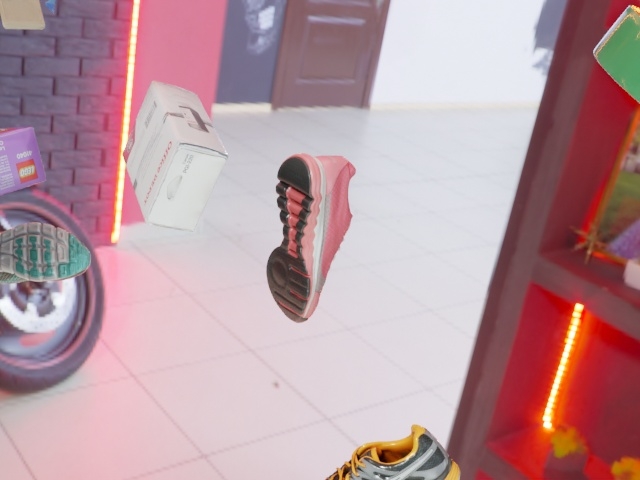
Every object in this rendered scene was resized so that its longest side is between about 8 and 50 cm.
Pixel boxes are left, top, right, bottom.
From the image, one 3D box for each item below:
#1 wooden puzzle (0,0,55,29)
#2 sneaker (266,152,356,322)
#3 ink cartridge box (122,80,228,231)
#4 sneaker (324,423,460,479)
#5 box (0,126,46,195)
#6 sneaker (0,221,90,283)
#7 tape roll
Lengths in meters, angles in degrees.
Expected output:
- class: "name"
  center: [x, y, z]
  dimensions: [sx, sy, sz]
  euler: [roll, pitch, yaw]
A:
- class: "wooden puzzle"
  center: [-0.496, -0.379, 1.419]
  dimensions: [0.116, 0.014, 0.078]
  euler: [0, 65, -25]
- class: "sneaker"
  center: [0.000, 0.000, 1.451]
  dimensions: [0.136, 0.313, 0.116]
  euler: [-14, 34, -37]
- class: "ink cartridge box"
  center: [-0.246, -0.141, 1.426]
  dimensions: [0.092, 0.158, 0.218]
  euler: [13, 30, -30]
- class: "sneaker"
  center: [0.054, 0.285, 1.022]
  dimensions: [0.215, 0.083, 0.084]
  euler: [-25, 16, 4]
- class: "box"
  center: [-0.426, -0.040, 0.761]
  dimensions: [0.201, 0.057, 0.293]
  euler: [3, 21, 38]
- class: "sneaker"
  center: [-0.319, 0.018, 0.924]
  dimensions: [0.167, 0.065, 0.076]
  euler: [2, -11, 11]
- class: "tape roll"
  center: [0.506, -0.180, 1.113]
  dimensions: [0.321, 0.077, 0.321]
  euler: [27, 27, -15]
